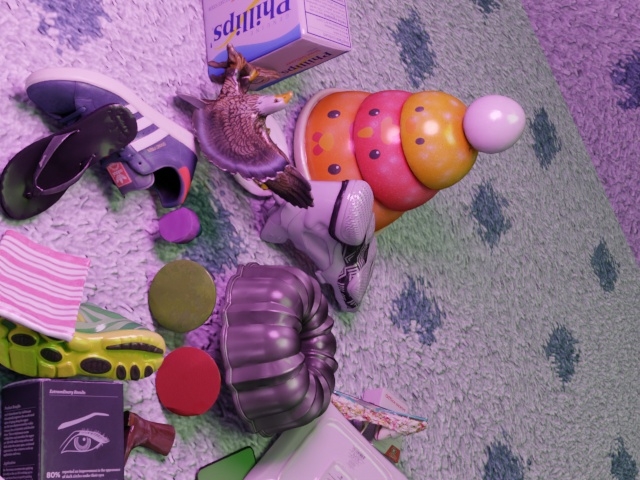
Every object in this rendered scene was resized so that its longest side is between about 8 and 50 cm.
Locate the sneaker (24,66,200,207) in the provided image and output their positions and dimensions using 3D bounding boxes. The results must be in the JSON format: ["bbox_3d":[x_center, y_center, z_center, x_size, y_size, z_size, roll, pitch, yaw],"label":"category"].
[{"bbox_3d":[-0.346,-0.162,1.608,0.350,0.131,0.148,27,59,-41],"label":"sneaker"}]

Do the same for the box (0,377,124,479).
[{"bbox_3d":[-0.385,0.314,1.427,0.153,0.108,0.207,14,68,-47],"label":"box"}]

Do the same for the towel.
[{"bbox_3d":[-0.423,0.063,1.421,0.144,0.029,0.197,23,27,-18],"label":"towel"}]

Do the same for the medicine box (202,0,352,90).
[{"bbox_3d":[-0.095,-0.481,1.901,0.149,0.263,0.289,7,73,-48],"label":"medicine box"}]

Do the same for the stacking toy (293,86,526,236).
[{"bbox_3d":[0.213,-0.213,2.012,0.350,0.480,0.351,20,63,-46],"label":"stacking toy"}]

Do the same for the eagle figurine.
[{"bbox_3d":[-0.132,-0.204,1.756,0.226,0.225,0.298,-3,75,-23],"label":"eagle figurine"}]

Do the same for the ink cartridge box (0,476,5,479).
[{"bbox_3d":[-0.450,0.436,1.221,0.275,0.060,0.239,33,49,16],"label":"ink cartridge box"}]

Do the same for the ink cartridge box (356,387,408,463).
[{"bbox_3d":[0.131,0.400,2.055,0.099,0.056,0.135,41,50,-34],"label":"ink cartridge box"}]

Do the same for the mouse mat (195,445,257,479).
[{"bbox_3d":[-0.153,0.484,1.731,0.152,0.007,0.190,-12,89,-51],"label":"mouse mat"}]

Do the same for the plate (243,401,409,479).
[{"bbox_3d":[0.024,0.465,1.815,0.277,0.045,0.278,45,51,-3],"label":"plate"}]

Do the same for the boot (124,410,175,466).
[{"bbox_3d":[-0.291,0.347,1.590,0.114,0.037,0.106,36,55,-44],"label":"boot"}]

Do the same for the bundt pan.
[{"bbox_3d":[-0.059,0.193,1.760,0.331,0.124,0.331,-9,90,-70],"label":"bundt pan"}]

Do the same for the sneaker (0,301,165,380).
[{"bbox_3d":[-0.392,0.154,1.484,0.295,0.123,0.109,17,96,-30],"label":"sneaker"}]

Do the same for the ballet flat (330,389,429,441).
[{"bbox_3d":[0.102,0.370,1.964,0.241,0.091,0.077,18,82,-7],"label":"ballet flat"}]

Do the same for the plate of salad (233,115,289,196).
[{"bbox_3d":[-0.125,-0.189,1.945,0.200,0.048,0.200,18,66,-46],"label":"plate of salad"}]

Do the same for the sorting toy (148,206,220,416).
[{"bbox_3d":[-0.222,0.126,1.706,0.126,0.127,0.366,19,64,-72],"label":"sorting toy"}]

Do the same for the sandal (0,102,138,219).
[{"bbox_3d":[-0.401,-0.130,1.502,0.254,0.054,0.097,-41,117,-11],"label":"sandal"}]

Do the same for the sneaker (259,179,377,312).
[{"bbox_3d":[0.000,0.000,1.972,0.366,0.210,0.137,85,23,-49],"label":"sneaker"}]
